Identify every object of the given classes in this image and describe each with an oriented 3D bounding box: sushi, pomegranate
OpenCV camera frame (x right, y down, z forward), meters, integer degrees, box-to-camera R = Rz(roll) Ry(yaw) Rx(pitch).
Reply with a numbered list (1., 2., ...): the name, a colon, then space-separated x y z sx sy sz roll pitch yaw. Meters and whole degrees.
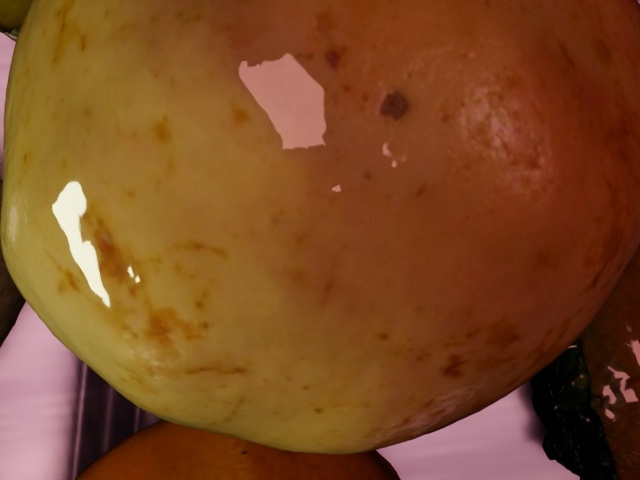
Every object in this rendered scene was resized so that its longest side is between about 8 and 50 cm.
1. sushi: 0.176 0.052 1.051 0.149 0.140 0.287 -29 98 -43
2. pomegranate: -0.006 -0.053 0.927 0.343 0.342 0.342 0 94 -5

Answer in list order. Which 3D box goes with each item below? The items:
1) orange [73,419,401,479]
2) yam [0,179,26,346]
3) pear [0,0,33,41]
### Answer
1. orange: -0.055 0.208 1.012 0.249 0.183 0.249 -26 128 -39
2. yam: -0.260 0.057 0.993 0.161 0.161 0.268 29 89 -6
3. pear: -0.198 -0.263 1.001 0.288 0.139 0.239 31 80 -6
